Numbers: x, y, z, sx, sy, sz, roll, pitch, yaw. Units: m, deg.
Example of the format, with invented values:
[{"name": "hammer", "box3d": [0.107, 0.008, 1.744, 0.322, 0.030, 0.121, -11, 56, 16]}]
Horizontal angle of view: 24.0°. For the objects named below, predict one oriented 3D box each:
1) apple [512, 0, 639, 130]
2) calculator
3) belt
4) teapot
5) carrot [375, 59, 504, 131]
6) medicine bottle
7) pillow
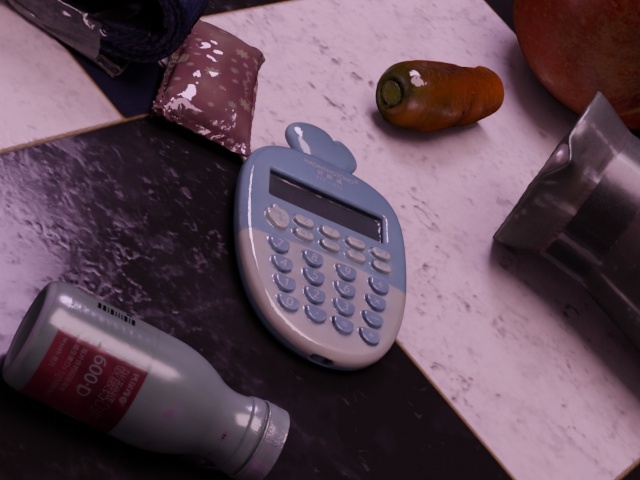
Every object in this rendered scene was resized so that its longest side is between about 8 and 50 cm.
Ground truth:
[{"name": "apple", "box3d": [0.415, -0.306, 1.919, 0.348, 0.348, 0.277, 8, 41, -37]}, {"name": "calculator", "box3d": [0.000, 0.000, 1.454, 0.188, 0.042, 0.302, 23, 39, -21]}, {"name": "belt", "box3d": [-0.221, -0.274, 1.479, 0.230, 0.139, 0.126, 31, 32, -7]}, {"name": "teapot", "box3d": [0.383, 0.016, 1.640, 0.344, 0.253, 0.300, 37, 1, 5]}, {"name": "carrot", "box3d": [0.144, -0.167, 1.733, 0.193, 0.087, 0.087, -5, 55, -48]}, {"name": "medicine bottle", "box3d": [-0.132, 0.116, 1.164, 0.217, 0.090, 0.090, 29, 36, -16]}, {"name": "pillow", "box3d": [-0.108, -0.165, 1.535, 0.118, 0.043, 0.185, 27, 37, -21]}]
